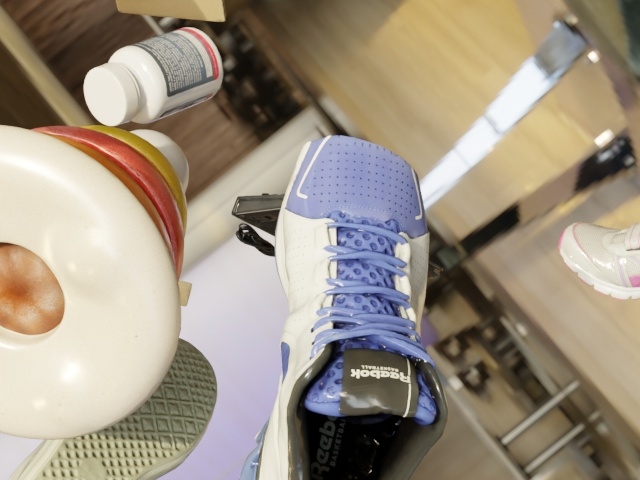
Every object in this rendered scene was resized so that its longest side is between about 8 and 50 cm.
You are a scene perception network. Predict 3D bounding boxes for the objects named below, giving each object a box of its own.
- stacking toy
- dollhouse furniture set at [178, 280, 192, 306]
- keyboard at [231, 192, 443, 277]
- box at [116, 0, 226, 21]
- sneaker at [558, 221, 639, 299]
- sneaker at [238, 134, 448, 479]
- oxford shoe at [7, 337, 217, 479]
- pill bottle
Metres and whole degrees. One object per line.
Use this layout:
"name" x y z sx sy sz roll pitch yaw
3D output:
"stacking toy" -0.262 -0.029 1.464 0.350 0.351 0.480 51 -154 -10
"dollhouse furniture set" -0.319 0.154 2.227 0.135 0.259 0.262 14 -179 -29
"keyboard" 0.000 0.000 1.595 0.317 0.202 0.033 29 -119 -52
"box" -0.222 -0.401 1.792 0.201 0.164 0.021 86 -164 -47
"sneaker" 0.417 0.010 1.528 0.103 0.252 0.111 -66 -15 -52
"sneaker" 0.032 0.073 0.877 0.127 0.315 0.182 13 163 -12
"oxford shoe" -0.278 0.273 1.581 0.169 0.130 0.449 45 -140 -7
"pill bottle" -0.229 -0.220 1.730 0.108 0.108 0.180 51 -136 9
